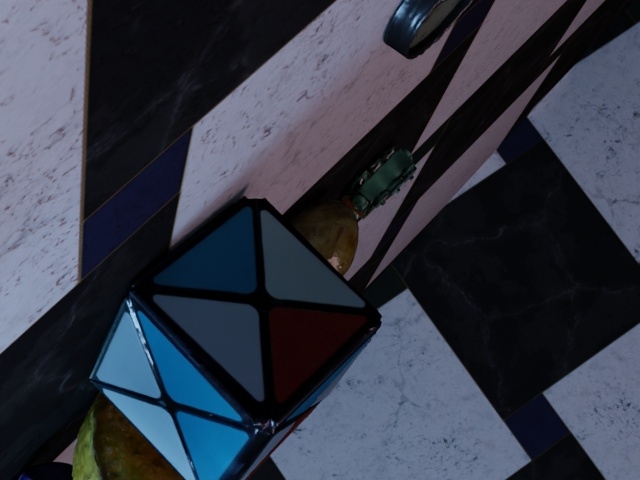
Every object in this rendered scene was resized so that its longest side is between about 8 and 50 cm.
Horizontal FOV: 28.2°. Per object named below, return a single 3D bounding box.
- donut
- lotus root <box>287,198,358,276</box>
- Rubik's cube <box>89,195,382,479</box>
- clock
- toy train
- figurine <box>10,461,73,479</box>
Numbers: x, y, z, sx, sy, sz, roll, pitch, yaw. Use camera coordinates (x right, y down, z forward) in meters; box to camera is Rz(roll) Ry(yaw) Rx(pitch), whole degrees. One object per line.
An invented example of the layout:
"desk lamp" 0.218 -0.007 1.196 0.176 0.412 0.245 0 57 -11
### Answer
"donut" -0.176 0.318 1.766 0.377 0.435 0.163 13 140 -35
"lotus root" 0.000 0.000 2.018 0.138 0.138 0.214 -56 180 43
"Rubik's cube" -0.111 0.137 1.602 0.250 0.248 0.246 -41 168 -38
"clock" 0.155 -0.310 1.626 0.184 0.040 0.184 -47 172 -9
"toy train" 0.101 -0.094 2.278 0.176 0.074 0.118 -45 175 -38
"figurine" -0.451 0.486 1.797 0.193 0.154 0.421 -30 159 -52
